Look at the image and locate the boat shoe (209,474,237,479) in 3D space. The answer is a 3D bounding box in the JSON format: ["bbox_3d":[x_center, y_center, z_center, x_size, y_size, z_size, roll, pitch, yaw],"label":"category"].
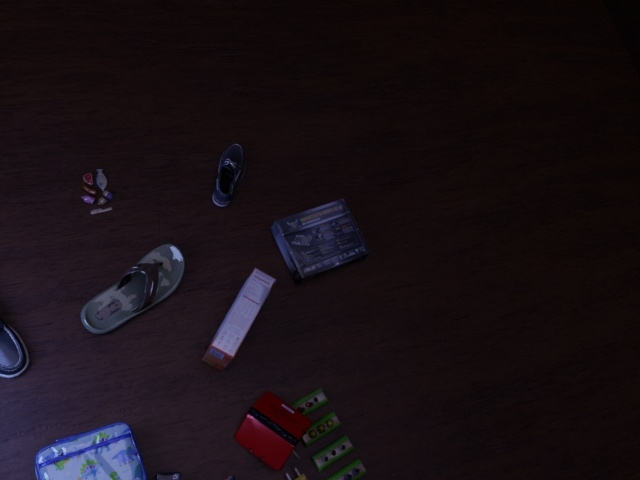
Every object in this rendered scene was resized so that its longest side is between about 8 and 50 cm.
[{"bbox_3d":[-0.260,0.582,1.543,0.137,0.049,0.043,-28,77,-22],"label":"boat shoe"}]

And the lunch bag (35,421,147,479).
[{"bbox_3d":[-0.507,0.508,1.466,0.219,0.090,0.176,-12,70,-24],"label":"lunch bag"}]

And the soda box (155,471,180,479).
[{"bbox_3d":[-0.345,0.610,1.491,0.053,0.060,0.169,3,66,-17],"label":"soda box"}]

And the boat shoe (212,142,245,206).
[{"bbox_3d":[-0.251,-0.194,1.867,0.075,0.065,0.206,18,63,-11],"label":"boat shoe"}]

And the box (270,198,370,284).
[{"bbox_3d":[0.000,0.000,1.875,0.231,0.056,0.183,-20,75,-26],"label":"box"}]

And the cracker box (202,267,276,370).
[{"bbox_3d":[-0.205,0.198,1.663,0.067,0.155,0.232,30,61,-4],"label":"cracker box"}]

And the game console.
[{"bbox_3d":[-0.115,0.465,1.632,0.144,0.085,0.124,32,35,15],"label":"game console"}]

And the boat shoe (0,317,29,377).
[{"bbox_3d":[-0.785,0.188,1.502,0.302,0.091,0.114,41,61,1],"label":"boat shoe"}]

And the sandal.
[{"bbox_3d":[-0.453,0.120,1.649,0.120,0.086,0.303,45,61,3],"label":"sandal"}]

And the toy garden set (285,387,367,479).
[{"bbox_3d":[-0.020,0.520,1.649,0.204,0.049,0.244,-25,78,-26],"label":"toy garden set"}]

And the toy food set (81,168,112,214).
[{"bbox_3d":[-0.592,-0.132,1.747,0.078,0.019,0.122,-16,74,-24],"label":"toy food set"}]
